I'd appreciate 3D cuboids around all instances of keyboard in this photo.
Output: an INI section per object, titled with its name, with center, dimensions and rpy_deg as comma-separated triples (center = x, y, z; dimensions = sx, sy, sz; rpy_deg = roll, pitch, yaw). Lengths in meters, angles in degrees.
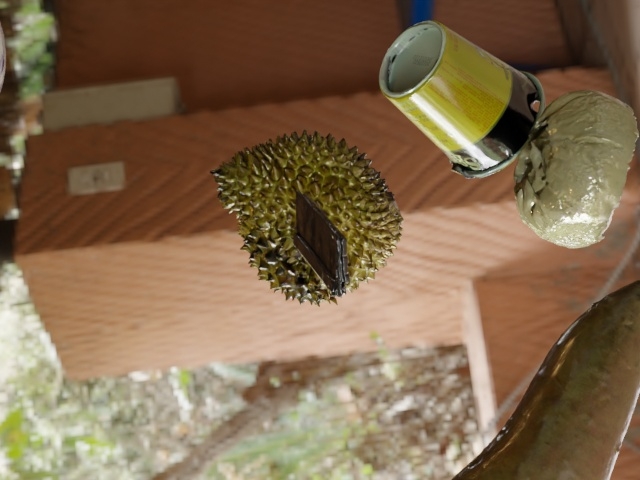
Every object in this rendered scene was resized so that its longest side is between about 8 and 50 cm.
[keyboard]
center = 0.001, 0.000, 1.380
dimensions = 0.231, 0.023, 0.072
rpy_deg = -130, 39, -72

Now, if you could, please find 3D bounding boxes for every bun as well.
[bun]
center = 0.389, -0.118, 1.965
dimensions = 0.259, 0.152, 0.259
rpy_deg = -168, 90, -87

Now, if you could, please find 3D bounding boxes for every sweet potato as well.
[sweet potato]
center = 0.091, 0.166, 0.753
dimensions = 0.079, 0.346, 0.108
rpy_deg = 42, -164, -25

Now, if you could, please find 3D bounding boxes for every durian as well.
[durian]
center = -0.020, -0.040, 1.902
dimensions = 0.293, 0.258, 0.258
rpy_deg = 49, -172, -14

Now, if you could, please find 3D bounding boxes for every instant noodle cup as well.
[instant noodle cup]
center = 0.226, -0.248, 2.100
dimensions = 0.236, 0.215, 0.215
rpy_deg = 31, -145, -34

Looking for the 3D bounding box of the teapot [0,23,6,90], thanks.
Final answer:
[teapot]
center = -0.463, -0.220, 1.361
dimensions = 0.424, 0.252, 0.280
rpy_deg = -56, 11, 28
